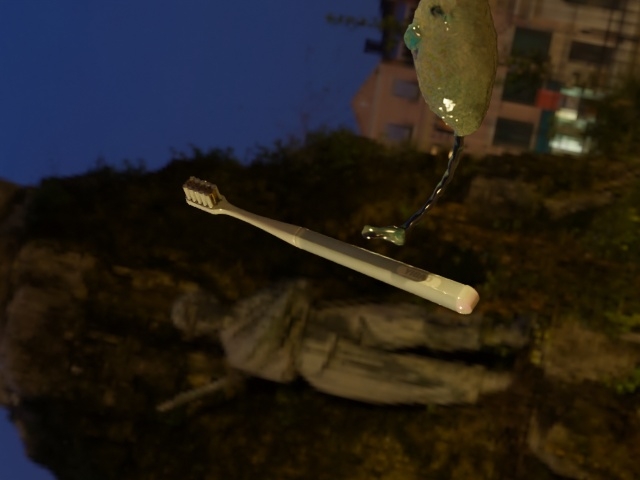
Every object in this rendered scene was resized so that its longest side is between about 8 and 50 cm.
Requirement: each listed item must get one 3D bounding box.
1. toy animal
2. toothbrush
[{"bbox_3d":[0.103,-0.109,1.029,0.070,0.079,0.252,-29,-44,-51],"label":"toy animal"},{"bbox_3d":[0.001,0.002,1.162,0.025,0.342,0.030,-53,-33,-25],"label":"toothbrush"}]
